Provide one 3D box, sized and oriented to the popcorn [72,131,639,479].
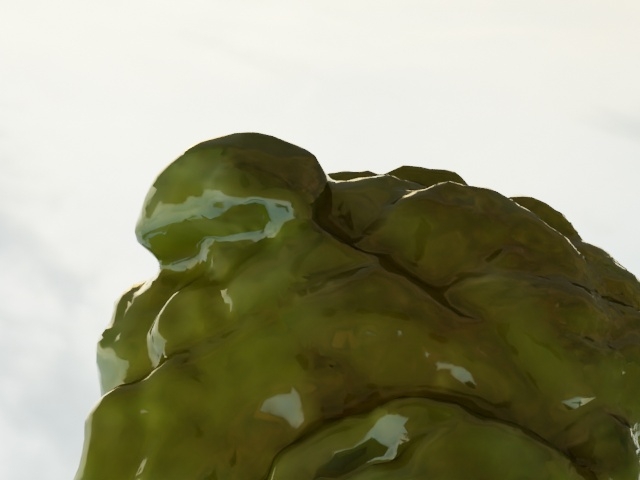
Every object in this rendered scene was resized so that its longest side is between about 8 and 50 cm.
[{"bbox_3d":[0.027,0.095,0.653,0.241,0.250,0.235,12,173,-8],"label":"popcorn"}]
